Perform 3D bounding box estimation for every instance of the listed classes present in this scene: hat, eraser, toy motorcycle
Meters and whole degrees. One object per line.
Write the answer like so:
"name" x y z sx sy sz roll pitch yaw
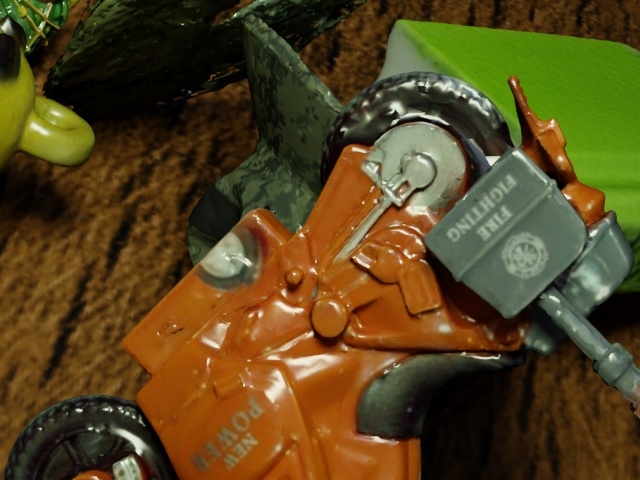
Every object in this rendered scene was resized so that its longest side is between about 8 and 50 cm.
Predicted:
"hat" 0.000 0.000 1.043 0.265 0.128 0.265 47 4 -5
"eraser" 0.174 -0.051 1.203 0.274 0.092 0.210 1 37 -48
"toy motorcycle" 0.020 0.084 0.857 0.221 0.326 0.148 45 6 3

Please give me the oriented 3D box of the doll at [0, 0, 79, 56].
"doll" -0.190 -0.133 1.141 0.113 0.078 0.077 -3 50 -32

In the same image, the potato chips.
"potato chips" -0.075 -0.119 1.091 0.220 0.202 0.029 22 47 -75

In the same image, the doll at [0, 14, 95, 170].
"doll" -0.366 -0.134 0.980 0.423 0.161 0.348 2 25 -41
